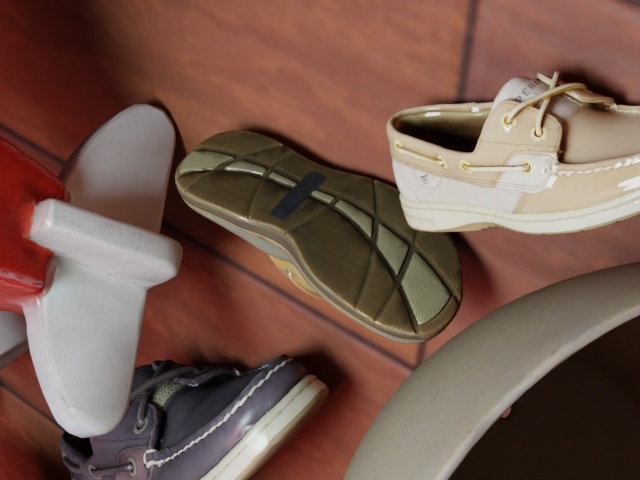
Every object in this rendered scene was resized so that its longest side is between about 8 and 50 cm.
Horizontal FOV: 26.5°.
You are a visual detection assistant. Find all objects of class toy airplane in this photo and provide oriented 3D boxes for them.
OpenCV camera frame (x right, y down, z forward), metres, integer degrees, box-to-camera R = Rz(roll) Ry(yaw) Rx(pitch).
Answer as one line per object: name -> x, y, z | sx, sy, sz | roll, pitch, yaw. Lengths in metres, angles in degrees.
toy airplane -> -0.260, -0.029, 0.690 | 0.272, 0.386, 0.384 | -8, 110, 33

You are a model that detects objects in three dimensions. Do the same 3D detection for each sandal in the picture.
sandal -> 0.000, 0.000, 0.690 | 0.180, 0.072, 0.049 | 29, 148, 32

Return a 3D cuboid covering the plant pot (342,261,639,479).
plant pot -> 0.115, 0.131, 0.529 | 0.191, 0.284, 0.284 | -150, 39, -70

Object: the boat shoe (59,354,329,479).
boat shoe -> -0.095, 0.121, 0.839 | 0.092, 0.103, 0.285 | 52, 146, -1

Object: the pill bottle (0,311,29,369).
pill bottle -> -0.293, 0.000, 0.945 | 0.221, 0.121, 0.121 | 55, 141, 2

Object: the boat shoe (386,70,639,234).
boat shoe -> 0.088, -0.040, 0.571 | 0.170, 0.063, 0.059 | -6, 116, 48
